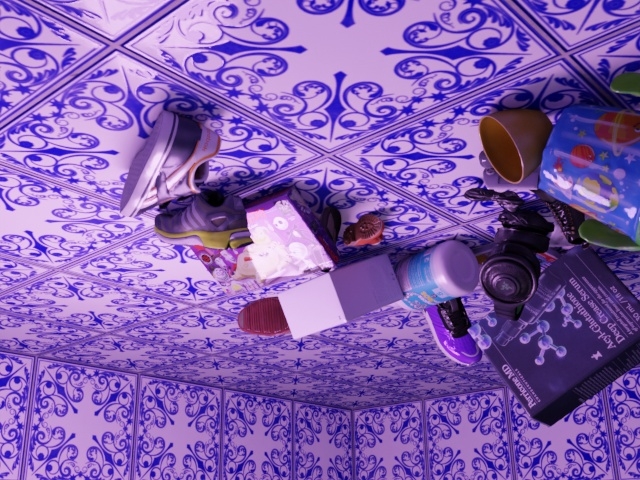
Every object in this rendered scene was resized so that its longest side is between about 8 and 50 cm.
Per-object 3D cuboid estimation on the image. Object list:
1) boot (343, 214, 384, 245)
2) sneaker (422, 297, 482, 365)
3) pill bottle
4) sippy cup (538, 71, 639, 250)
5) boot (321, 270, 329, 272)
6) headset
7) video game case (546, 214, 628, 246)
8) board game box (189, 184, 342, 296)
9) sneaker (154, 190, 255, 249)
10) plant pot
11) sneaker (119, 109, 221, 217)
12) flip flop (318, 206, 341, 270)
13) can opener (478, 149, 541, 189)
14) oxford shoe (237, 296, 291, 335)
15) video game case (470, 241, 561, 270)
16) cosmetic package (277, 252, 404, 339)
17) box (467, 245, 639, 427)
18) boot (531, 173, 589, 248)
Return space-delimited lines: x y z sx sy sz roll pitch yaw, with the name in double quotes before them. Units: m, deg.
"boot" 0.125 -0.022 1.857 0.085 0.059 0.158 5 166 -24
"sneaker" 0.361 0.208 2.162 0.102 0.293 0.146 -24 158 -18
"pill bottle" 0.281 0.102 2.052 0.146 0.146 0.264 14 154 -34
"sippy cup" 0.506 -0.127 1.320 0.224 0.305 0.240 23 -163 27
"boot" -0.043 0.069 2.111 0.114 0.037 0.106 -7 160 25
"headset" 0.425 0.019 1.774 0.185 0.243 0.394 12 149 21
"video game case" 0.670 -0.037 1.878 0.206 0.026 0.227 -2 158 3
"board game box" -0.143 0.010 1.790 0.347 0.056 0.208 -18 113 37
"sneaker" -0.259 -0.050 1.707 0.300 0.121 0.111 5 -172 40
"plant pot" 0.360 -0.181 1.380 0.095 0.134 0.134 -27 161 -9
"sneaker" -0.291 -0.123 1.477 0.128 0.126 0.321 16 152 -23
"flip flop" 0.000 0.000 1.860 0.080 0.112 0.277 13 164 3
"can opener" 0.447 -0.141 1.482 0.284 0.076 0.095 1 151 24
"oxford shoe" -0.089 0.245 2.443 0.348 0.123 0.130 -7 163 18
"video game case" 0.476 0.054 2.103 0.285 0.025 0.204 -20 152 40
"cosmetic package" 0.051 0.146 2.032 0.225 0.138 0.224 -19 176 -43
"box" 0.650 0.249 2.041 0.395 0.293 0.212 -41 146 12
"boot" 0.507 -0.067 1.638 0.198 0.137 0.077 14 154 -32
